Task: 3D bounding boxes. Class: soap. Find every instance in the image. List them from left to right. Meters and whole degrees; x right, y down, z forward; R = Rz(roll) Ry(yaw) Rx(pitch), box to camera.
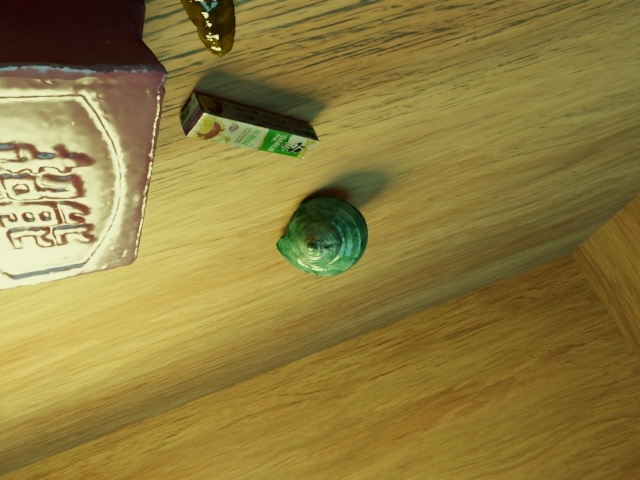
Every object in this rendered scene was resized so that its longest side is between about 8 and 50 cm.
[{"bbox_3d":[-0.310,-0.087,0.541,0.233,0.128,0.359,-11,154,-30],"label":"soap"}]

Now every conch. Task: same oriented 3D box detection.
[{"bbox_3d":[0.000,0.001,1.012,0.196,0.134,0.202,-28,158,9],"label":"conch"}]

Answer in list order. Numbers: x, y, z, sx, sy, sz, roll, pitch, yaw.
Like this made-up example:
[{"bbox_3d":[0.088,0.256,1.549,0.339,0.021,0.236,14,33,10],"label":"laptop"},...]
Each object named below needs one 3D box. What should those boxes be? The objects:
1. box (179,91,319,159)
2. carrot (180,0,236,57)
[{"bbox_3d":[-0.092,-0.154,0.705,0.207,0.041,0.050,3,146,-46],"label":"box"},{"bbox_3d":[-0.114,-0.266,0.422,0.066,0.066,0.314,-21,161,-6],"label":"carrot"}]
